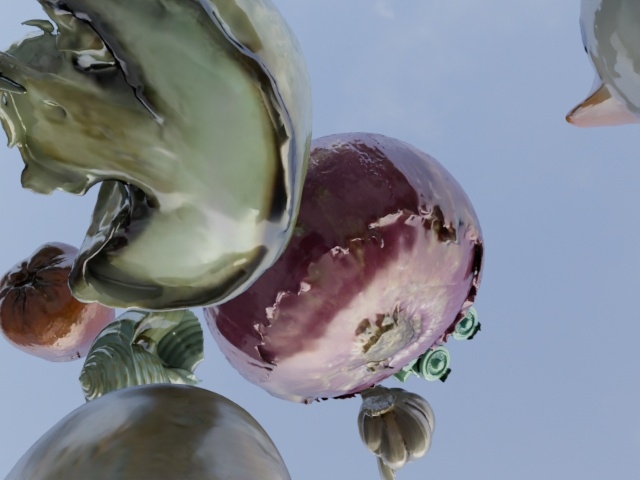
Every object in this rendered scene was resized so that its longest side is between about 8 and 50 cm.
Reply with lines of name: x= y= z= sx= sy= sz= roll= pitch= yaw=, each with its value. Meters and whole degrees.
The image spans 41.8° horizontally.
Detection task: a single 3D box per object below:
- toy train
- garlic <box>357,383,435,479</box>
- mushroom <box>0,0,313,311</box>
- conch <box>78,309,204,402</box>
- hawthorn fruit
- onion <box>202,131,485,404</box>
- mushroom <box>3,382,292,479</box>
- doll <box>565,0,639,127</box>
toy train: x=0.167 y=0.137 z=1.418 sx=0.203 sy=0.163 sz=0.112 roll=-53 pitch=-144 yaw=-13
garlic: x=0.127 y=0.333 z=1.378 sx=0.127 sy=0.131 sz=0.194 roll=-9 pitch=-80 yaw=-15
mushroom: x=-0.091 y=-0.086 z=0.567 sx=0.190 sy=0.267 sz=0.164 roll=2 pitch=-138 yaw=11
conch: x=-0.197 y=0.128 z=0.904 sx=0.102 sy=0.153 sz=0.135 roll=15 pitch=-79 yaw=16
hawthorn fruit: x=-0.486 y=0.131 z=1.598 sx=0.224 sy=0.261 sz=0.224 roll=-9 pitch=-123 yaw=14
onion: x=0.029 y=0.022 z=1.050 sx=0.358 sy=0.358 sz=0.344 roll=-29 pitch=-141 yaw=22
mushroom: x=-0.078 y=0.206 z=0.444 sx=0.244 sy=0.243 sz=0.243 roll=-5 pitch=-100 yaw=28
doll: x=0.222 y=-0.082 z=0.344 sx=0.251 sy=0.221 sz=0.221 roll=-24 pitch=-109 yaw=41
